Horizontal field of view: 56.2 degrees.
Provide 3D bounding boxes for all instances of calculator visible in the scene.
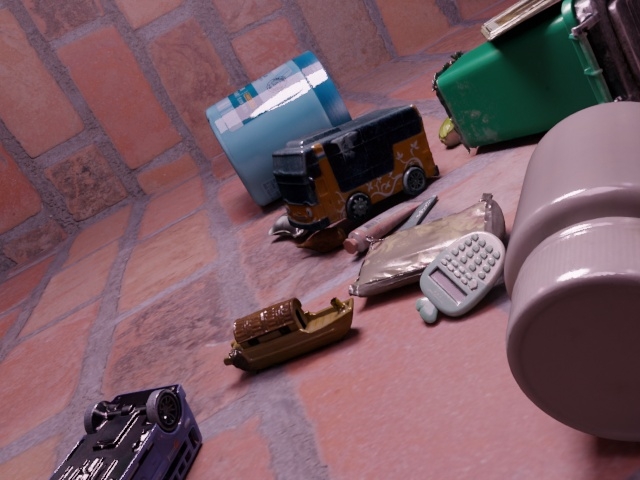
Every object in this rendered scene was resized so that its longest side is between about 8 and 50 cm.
[{"bbox_3d":[0.192,0.052,0.836,0.153,0.021,0.095,-49,47,7],"label":"calculator"}]

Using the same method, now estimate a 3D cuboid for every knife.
[{"bbox_3d":[0.173,-0.031,1.142,0.028,0.015,0.210,-17,21,44],"label":"knife"}]

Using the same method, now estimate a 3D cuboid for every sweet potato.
[{"bbox_3d":[0.000,0.000,1.238,0.117,0.049,0.049,-14,24,25],"label":"sweet potato"}]

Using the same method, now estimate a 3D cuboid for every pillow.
[{"bbox_3d":[-0.060,-0.039,1.408,0.135,0.055,0.091,-1,65,56],"label":"pillow"},{"bbox_3d":[0.174,0.015,0.963,0.255,0.059,0.169,-20,32,27],"label":"pillow"}]

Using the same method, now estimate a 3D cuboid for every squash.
[{"bbox_3d":[0.359,-0.305,1.487,0.069,0.069,0.239,-6,30,46],"label":"squash"}]

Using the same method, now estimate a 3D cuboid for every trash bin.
[{"bbox_3d":[0.445,-0.332,1.211,0.381,0.259,0.295,-16,23,47],"label":"trash bin"}]

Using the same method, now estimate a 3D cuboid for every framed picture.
[{"bbox_3d":[0.413,-0.465,1.173,0.217,0.017,0.274,-29,14,20],"label":"framed picture"}]

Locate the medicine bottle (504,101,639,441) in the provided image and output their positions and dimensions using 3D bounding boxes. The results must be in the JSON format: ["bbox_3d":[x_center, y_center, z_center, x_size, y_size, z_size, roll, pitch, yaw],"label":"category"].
[{"bbox_3d":[0.298,0.013,0.603,0.208,0.208,0.340,-14,25,33],"label":"medicine bottle"}]

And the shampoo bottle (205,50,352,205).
[{"bbox_3d":[-0.106,-0.311,1.720,0.342,0.331,0.331,-30,20,0],"label":"shampoo bottle"}]

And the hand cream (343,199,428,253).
[{"bbox_3d":[0.125,-0.034,1.183,0.209,0.043,0.067,-33,18,-33],"label":"hand cream"}]

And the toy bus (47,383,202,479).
[{"bbox_3d":[-0.255,0.305,0.717,0.125,0.133,0.292,-14,21,20],"label":"toy bus"}]

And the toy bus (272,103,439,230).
[{"bbox_3d":[0.072,-0.157,1.277,0.323,0.194,0.162,-26,18,-24],"label":"toy bus"}]

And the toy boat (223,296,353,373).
[{"bbox_3d":[-0.051,0.136,0.924,0.226,0.088,0.068,-23,20,17],"label":"toy boat"}]
